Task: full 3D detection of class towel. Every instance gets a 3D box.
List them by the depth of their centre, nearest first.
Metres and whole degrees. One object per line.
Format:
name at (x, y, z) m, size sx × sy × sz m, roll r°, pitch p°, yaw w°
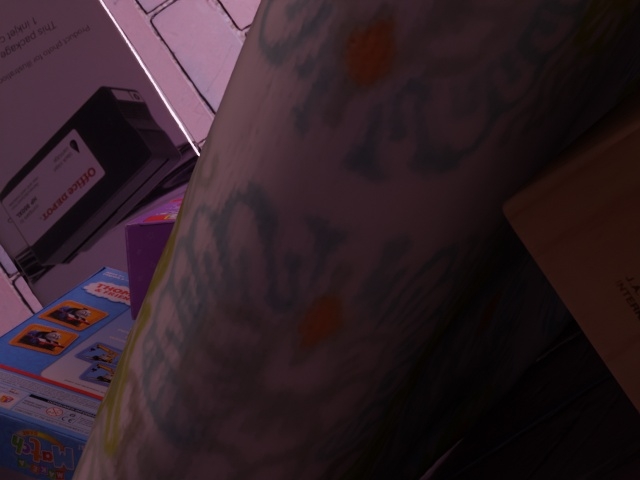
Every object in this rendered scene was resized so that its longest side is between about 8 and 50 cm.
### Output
towel at (0.071, -0.053, 0.635) m, size 0.374 × 0.090 × 0.320 m, roll -35°, pitch -28°, yaw -55°

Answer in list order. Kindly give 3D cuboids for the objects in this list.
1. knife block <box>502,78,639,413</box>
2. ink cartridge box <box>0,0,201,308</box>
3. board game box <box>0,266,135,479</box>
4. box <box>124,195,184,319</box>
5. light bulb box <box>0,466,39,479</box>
knife block at (0.176, -0.047, 0.450) m, size 0.242 × 0.088 × 0.275 m, roll -32°, pitch 3°, yaw 39°
ink cartridge box at (-0.177, -0.046, 1.501) m, size 0.166 × 0.395 × 0.285 m, roll -33°, pitch 3°, yaw -3°
board game box at (-0.111, 0.084, 1.130) m, size 0.211 × 0.160 × 0.039 m, roll -40°, pitch -39°, yaw -59°
box at (0.000, 0.000, 1.158) m, size 0.201 × 0.057 × 0.293 m, roll -3°, pitch 4°, yaw 3°
light bulb box at (-0.392, 0.140, 1.170) m, size 0.358 × 0.361 × 0.225 m, roll -32°, pitch 4°, yaw 34°
